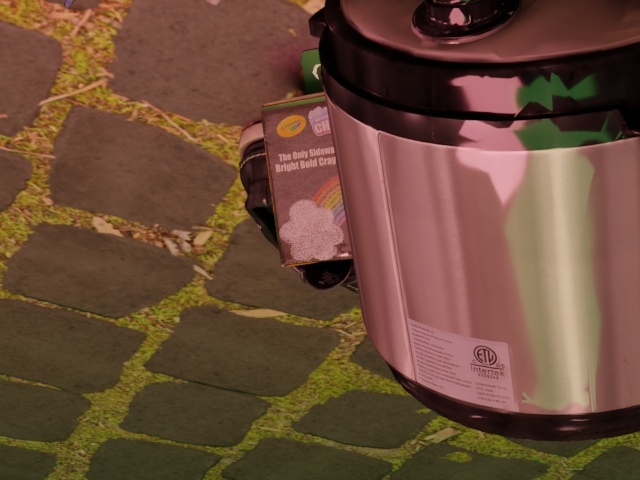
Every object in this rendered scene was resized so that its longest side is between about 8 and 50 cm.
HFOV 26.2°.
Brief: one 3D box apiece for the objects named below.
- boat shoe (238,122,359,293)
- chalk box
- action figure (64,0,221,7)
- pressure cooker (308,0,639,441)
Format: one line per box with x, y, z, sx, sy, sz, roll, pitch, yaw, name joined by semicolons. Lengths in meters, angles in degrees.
0.004;-0.001;1.585;0.127;0.113;0.340;-8;147;17;boat shoe
0.028;-0.088;1.388;0.132;0.213;0.132;-6;-179;20;chalk box
-0.217;-0.275;1.103;0.330;0.178;0.341;22;143;-12;action figure
0.191;-0.097;1.110;0.370;0.375;0.420;-10;121;2;pressure cooker
